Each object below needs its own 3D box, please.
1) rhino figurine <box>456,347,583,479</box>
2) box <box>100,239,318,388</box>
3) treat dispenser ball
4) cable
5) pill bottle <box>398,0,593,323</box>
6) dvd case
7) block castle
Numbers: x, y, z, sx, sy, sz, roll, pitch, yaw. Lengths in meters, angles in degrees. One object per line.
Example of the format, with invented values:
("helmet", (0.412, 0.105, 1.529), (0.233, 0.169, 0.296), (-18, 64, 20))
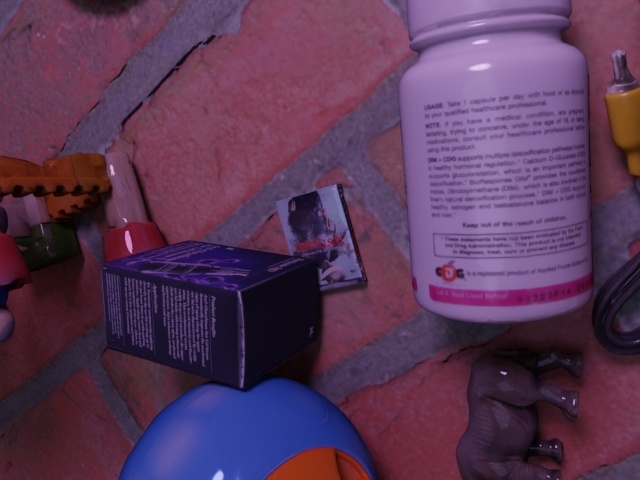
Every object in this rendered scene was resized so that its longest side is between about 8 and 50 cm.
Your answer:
("rhino figurine", (0.198, 0.222, 0.614), (0.106, 0.073, 0.243), (10, 107, 19))
("box", (-0.127, 0.075, 0.685), (0.207, 0.153, 0.108), (7, 104, 28))
("treat dispenser ball", (-0.077, 0.293, 0.637), (0.288, 0.288, 0.288), (6, 103, 24))
("cable", (0.321, -0.032, 0.528), (0.140, 0.072, 0.287), (0, 114, 8))
("pill bottle", (0.154, -0.083, 0.520), (0.160, 0.160, 0.283), (-1, 101, 26))
("dvd case", (0.000, 0.000, 0.694), (0.087, 0.013, 0.119), (-13, 97, 27))
("block castle", (-0.458, 0.046, 0.763), (0.453, 0.303, 0.212), (-17, 87, 27))
